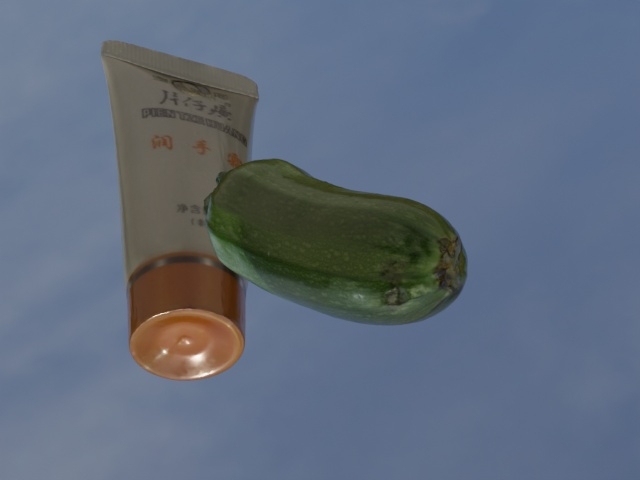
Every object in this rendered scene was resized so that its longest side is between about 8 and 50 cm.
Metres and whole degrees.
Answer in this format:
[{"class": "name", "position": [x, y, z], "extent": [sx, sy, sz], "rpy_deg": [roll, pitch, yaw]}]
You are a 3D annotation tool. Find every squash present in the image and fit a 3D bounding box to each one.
[{"class": "squash", "position": [0.000, 0.000, 1.013], "extent": [0.219, 0.068, 0.077], "rpy_deg": [23, -100, 54]}]

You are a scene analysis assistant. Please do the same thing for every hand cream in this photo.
[{"class": "hand cream", "position": [-0.102, -0.034, 1.432], "extent": [0.140, 0.089, 0.314], "rpy_deg": [12, -137, -22]}]
